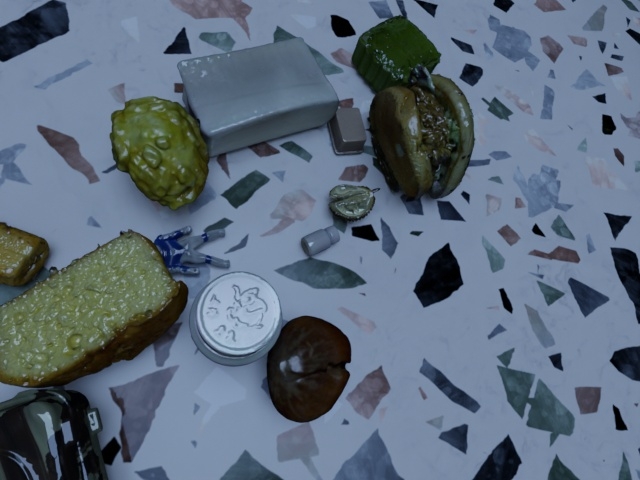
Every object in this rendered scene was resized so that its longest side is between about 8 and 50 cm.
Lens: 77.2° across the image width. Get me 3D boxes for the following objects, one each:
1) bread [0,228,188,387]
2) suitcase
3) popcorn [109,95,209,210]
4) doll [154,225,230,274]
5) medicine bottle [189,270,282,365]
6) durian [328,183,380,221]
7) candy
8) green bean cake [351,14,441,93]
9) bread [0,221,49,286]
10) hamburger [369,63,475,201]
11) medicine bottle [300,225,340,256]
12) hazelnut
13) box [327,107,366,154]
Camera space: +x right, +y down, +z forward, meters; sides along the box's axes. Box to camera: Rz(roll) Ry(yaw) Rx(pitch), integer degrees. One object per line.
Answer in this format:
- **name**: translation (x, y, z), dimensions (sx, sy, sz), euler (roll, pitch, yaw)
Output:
- **bread**: translation (-0.412, 0.139, 0.768), dimensions (0.340, 0.179, 0.194), euler (-32, 78, -6)
- **suitcase**: translation (-0.524, 0.444, 0.646), dimensions (0.339, 0.194, 0.351), euler (-17, 82, -11)
- **popcorn**: translation (-0.330, -0.197, 0.871), dimensions (0.192, 0.233, 0.266), euler (-26, 41, 5)
- **doll**: translation (-0.323, 0.026, 0.896), dimensions (0.227, 0.057, 0.114), euler (-6, 81, -25)
- **medicine bottle**: translation (-0.161, 0.154, 0.770), dimensions (0.170, 0.293, 0.170), euler (4, 71, -12)
- **durian**: translation (0.087, -0.098, 1.028), dimensions (0.140, 0.071, 0.110), euler (-22, 75, -6)
- **candy**: translation (-0.156, -0.357, 1.006), dimensions (0.359, 0.145, 0.208), euler (-22, 79, -20)
- **green bean cake**: translation (0.221, -0.534, 1.172), dimensions (0.214, 0.113, 0.200), euler (-40, 87, -21)
- **bread**: translation (-0.665, 0.011, 0.796), dimensions (0.211, 0.083, 0.114), euler (25, 64, -6)
- **hamburger**: translation (0.255, -0.266, 1.023), dimensions (0.195, 0.277, 0.318), euler (-14, 82, -9)
- **medicine bottle**: translation (0.000, 0.000, 0.986), dimensions (0.089, 0.052, 0.052), euler (-25, 81, -20)
- **hazelnut**: translation (-0.024, 0.263, 0.831), dimensions (0.181, 0.181, 0.212), euler (8, 71, -10)
- **box**: translation (0.074, -0.300, 1.091), dimensions (0.089, 0.062, 0.122), euler (-8, 77, -16)
